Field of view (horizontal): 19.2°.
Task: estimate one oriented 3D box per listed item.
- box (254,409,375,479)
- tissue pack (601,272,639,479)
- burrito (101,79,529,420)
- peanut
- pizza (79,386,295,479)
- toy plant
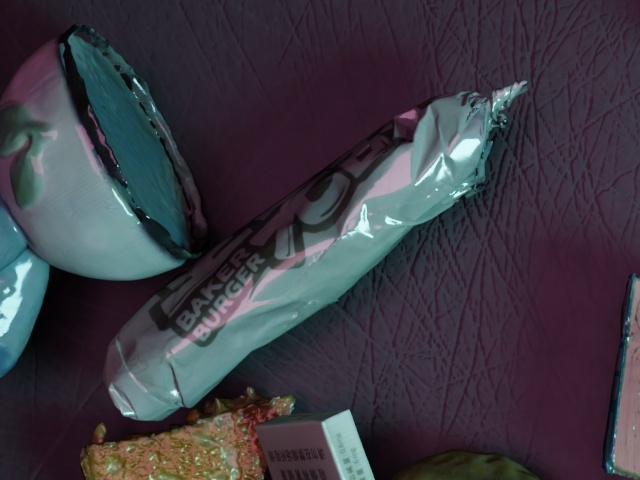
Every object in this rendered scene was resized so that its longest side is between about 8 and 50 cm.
[{"bbox_3d":[0.023,0.263,1.597,0.035,0.139,0.245,-20,93,-28],"label":"box"},{"bbox_3d":[0.283,0.118,1.573,0.082,0.120,0.169,7,86,9],"label":"tissue pack"},{"bbox_3d":[0.000,0.000,1.633,0.445,0.139,0.101,-37,95,7],"label":"burrito"},{"bbox_3d":[0.117,0.248,1.607,0.159,0.109,0.141,3,76,25],"label":"peanut"},{"bbox_3d":[-0.098,0.202,1.682,0.199,0.062,0.188,-40,91,1],"label":"pizza"},{"bbox_3d":[-0.292,-0.014,1.652,0.332,0.247,0.247,-27,81,9],"label":"toy plant"}]
